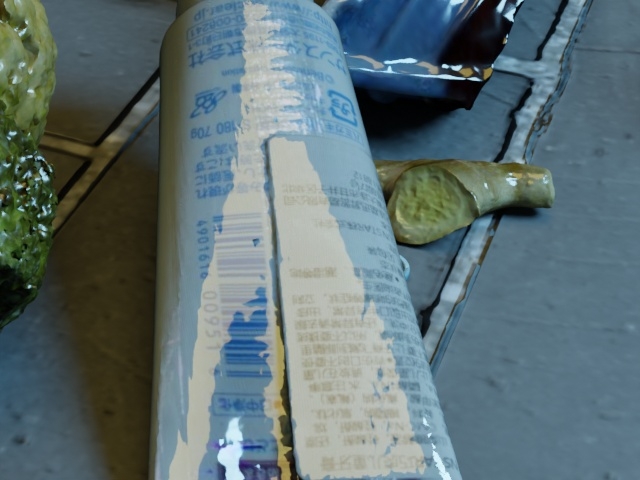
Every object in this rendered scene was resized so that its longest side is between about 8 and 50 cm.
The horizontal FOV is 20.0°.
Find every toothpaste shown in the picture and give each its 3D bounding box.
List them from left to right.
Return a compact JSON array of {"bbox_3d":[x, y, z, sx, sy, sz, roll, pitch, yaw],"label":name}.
[{"bbox_3d":[-0.018,-0.003,0.681,0.114,0.073,0.299,0,52,-10],"label":"toothpaste"}]

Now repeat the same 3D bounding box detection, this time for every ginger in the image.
[{"bbox_3d":[0.055,-0.021,0.773,0.097,0.030,0.048,1,33,-5],"label":"ginger"}]

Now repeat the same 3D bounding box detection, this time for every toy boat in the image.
[{"bbox_3d":[0.046,-0.166,0.889,0.142,0.129,0.309,25,44,2],"label":"toy boat"}]

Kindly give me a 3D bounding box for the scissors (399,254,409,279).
[{"bbox_3d":[0.000,0.000,0.754,0.083,0.006,0.036,32,39,33],"label":"scissors"}]

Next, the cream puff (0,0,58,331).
[{"bbox_3d":[-0.171,-0.020,0.643,0.183,0.183,0.169,-12,64,-25],"label":"cream puff"}]
